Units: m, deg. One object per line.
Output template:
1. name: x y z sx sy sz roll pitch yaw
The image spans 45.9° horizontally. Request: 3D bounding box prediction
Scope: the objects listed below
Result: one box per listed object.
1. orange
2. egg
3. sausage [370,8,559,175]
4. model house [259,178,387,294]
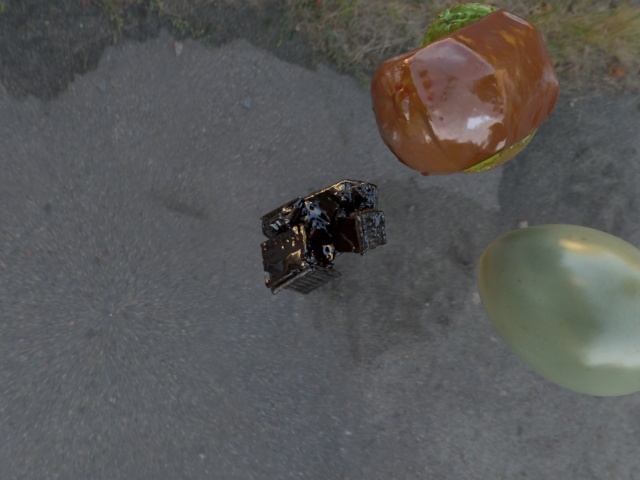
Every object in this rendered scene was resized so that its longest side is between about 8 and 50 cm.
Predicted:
1. orange: 0.233 -0.216 1.098 0.158 0.179 0.237 -3 88 -54
2. egg: 0.305 0.077 0.909 0.253 0.188 0.189 29 75 27
3. sausage: 0.163 -0.164 0.844 0.268 0.153 0.141 -32 100 -44
4. model house: 0.000 -0.011 1.140 0.203 0.164 0.141 -31 92 16
